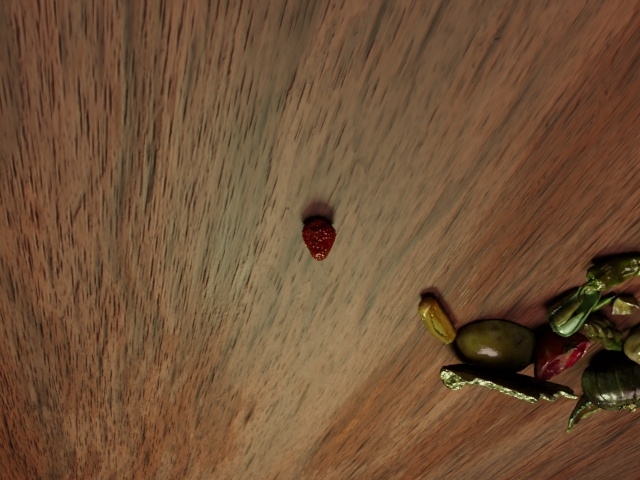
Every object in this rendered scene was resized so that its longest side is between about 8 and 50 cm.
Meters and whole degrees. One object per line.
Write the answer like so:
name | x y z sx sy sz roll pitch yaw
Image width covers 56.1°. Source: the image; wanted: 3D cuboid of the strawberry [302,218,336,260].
strawberry | 0.000 0.000 1.223 0.073 0.083 0.073 -9 150 -6

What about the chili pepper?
chili pepper | 0.695 0.079 1.446 0.204 0.073 0.072 -15 125 -9

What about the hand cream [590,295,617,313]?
hand cream | 0.739 0.178 1.614 0.122 0.023 0.036 -37 153 30

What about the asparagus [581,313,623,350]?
asparagus | 0.784 0.251 1.672 0.080 0.080 0.287 -34 144 30

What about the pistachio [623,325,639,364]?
pistachio | 0.958 0.288 1.728 0.126 0.108 0.185 -13 145 -41

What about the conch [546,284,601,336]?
conch | 0.652 0.177 1.566 0.106 0.079 0.170 11 123 -31

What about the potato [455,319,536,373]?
potato | 0.504 0.314 1.681 0.272 0.111 0.160 23 135 -32

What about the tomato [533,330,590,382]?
tomato | 0.661 0.314 1.703 0.189 0.099 0.173 -22 144 -14

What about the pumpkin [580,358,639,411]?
pumpkin | 0.933 0.446 1.849 0.238 0.159 0.238 0 160 0

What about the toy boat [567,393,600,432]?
toy boat | 0.978 0.570 2.095 0.293 0.099 0.108 -27 137 12

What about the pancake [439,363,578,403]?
pancake | 0.535 0.417 1.719 0.305 0.066 0.427 12 178 43

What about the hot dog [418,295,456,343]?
hot dog | 0.298 0.208 1.560 0.066 0.047 0.215 -50 137 -7

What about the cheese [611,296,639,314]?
cheese | 0.816 0.168 1.602 0.060 0.041 0.084 -1 157 3
